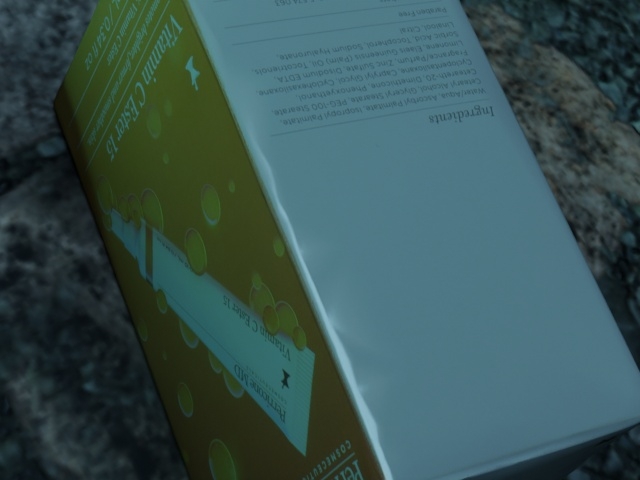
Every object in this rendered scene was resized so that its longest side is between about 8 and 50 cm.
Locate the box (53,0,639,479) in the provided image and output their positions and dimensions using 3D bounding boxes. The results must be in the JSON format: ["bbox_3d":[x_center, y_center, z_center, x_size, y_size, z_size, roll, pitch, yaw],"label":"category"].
[{"bbox_3d":[0.000,0.000,0.853,0.168,0.215,0.345,-12,68,-30],"label":"box"}]
